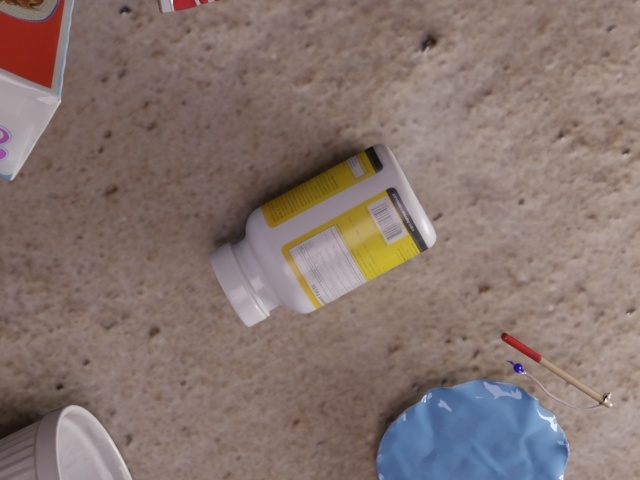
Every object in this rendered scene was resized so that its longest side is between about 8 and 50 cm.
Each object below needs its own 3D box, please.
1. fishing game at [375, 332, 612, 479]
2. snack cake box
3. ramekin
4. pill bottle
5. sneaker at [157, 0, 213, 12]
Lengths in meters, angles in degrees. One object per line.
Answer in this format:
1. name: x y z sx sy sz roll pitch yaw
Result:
1. fishing game: 0.146 0.205 1.833 0.189 0.041 0.264 32 112 -20
2. snack cake box: -0.272 -0.177 1.462 0.152 0.264 0.089 24 123 -19
3. ramekin: -0.234 0.259 1.703 0.109 0.207 0.207 -21 115 10
4. pill bottle: 0.000 0.000 1.681 0.184 0.103 0.103 -28 115 3
5. sneaker: -0.109 -0.247 1.588 0.067 0.042 0.118 -8 122 -2
